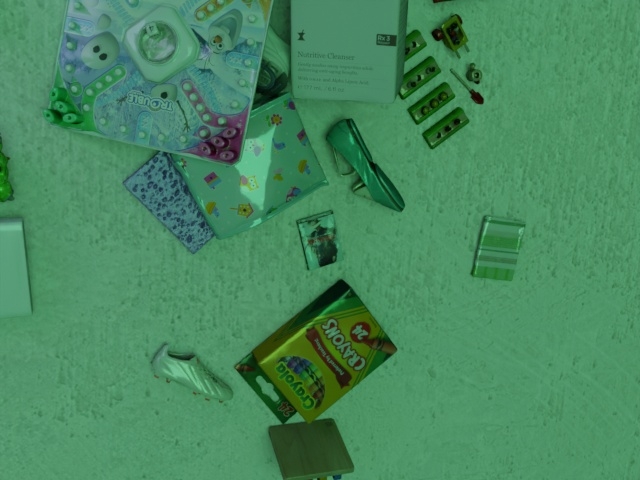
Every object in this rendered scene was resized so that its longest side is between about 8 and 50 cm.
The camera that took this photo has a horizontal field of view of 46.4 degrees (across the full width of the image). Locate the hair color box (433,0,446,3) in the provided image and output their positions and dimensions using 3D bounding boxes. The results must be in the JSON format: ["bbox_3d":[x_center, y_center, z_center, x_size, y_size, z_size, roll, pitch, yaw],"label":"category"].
[{"bbox_3d":[0.333,-0.554,1.606,0.167,0.093,0.054,-17,107,-12],"label":"hair color box"}]

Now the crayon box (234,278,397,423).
[{"bbox_3d":[-0.008,0.267,1.692,0.318,0.081,0.202,-39,110,-5],"label":"crayon box"}]

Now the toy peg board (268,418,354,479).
[{"bbox_3d":[-0.026,0.500,1.707,0.160,0.161,0.079,-3,121,-17],"label":"toy peg board"}]

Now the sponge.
[{"bbox_3d":[-0.294,-0.082,1.552,0.117,0.031,0.210,-44,110,-4],"label":"sponge"}]

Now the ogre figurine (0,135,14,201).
[{"bbox_3d":[-0.646,-0.131,1.400,0.118,0.097,0.197,-5,100,-9],"label":"ogre figurine"}]

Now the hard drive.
[{"bbox_3d":[-0.726,0.064,1.434,0.307,0.040,0.203,-4,112,-16],"label":"hard drive"}]

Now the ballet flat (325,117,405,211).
[{"bbox_3d":[0.091,-0.151,1.639,0.087,0.083,0.247,-29,110,17],"label":"ballet flat"}]

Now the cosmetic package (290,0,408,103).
[{"bbox_3d":[0.059,-0.472,1.423,0.217,0.156,0.385,5,120,12],"label":"cosmetic package"}]

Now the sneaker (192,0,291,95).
[{"bbox_3d":[-0.175,-0.412,1.484,0.297,0.111,0.129,37,49,-7],"label":"sneaker"}]

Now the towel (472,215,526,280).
[{"bbox_3d":[0.429,0.020,1.805,0.113,0.023,0.152,8,102,-16],"label":"towel"}]

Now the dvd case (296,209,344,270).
[{"bbox_3d":[0.000,0.000,1.670,0.087,0.013,0.120,-16,105,-13],"label":"dvd case"}]

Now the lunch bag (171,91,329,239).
[{"bbox_3d":[-0.150,-0.151,1.515,0.262,0.160,0.224,-30,110,-15],"label":"lunch bag"}]

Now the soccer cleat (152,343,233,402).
[{"bbox_3d":[-0.270,0.292,1.626,0.196,0.068,0.076,27,90,-18],"label":"soccer cleat"}]

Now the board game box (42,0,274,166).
[{"bbox_3d":[-0.303,-0.368,1.389,0.389,0.050,0.390,13,96,4],"label":"board game box"}]

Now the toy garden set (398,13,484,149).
[{"bbox_3d":[0.274,-0.359,1.655,0.203,0.049,0.244,-37,110,-6],"label":"toy garden set"}]
